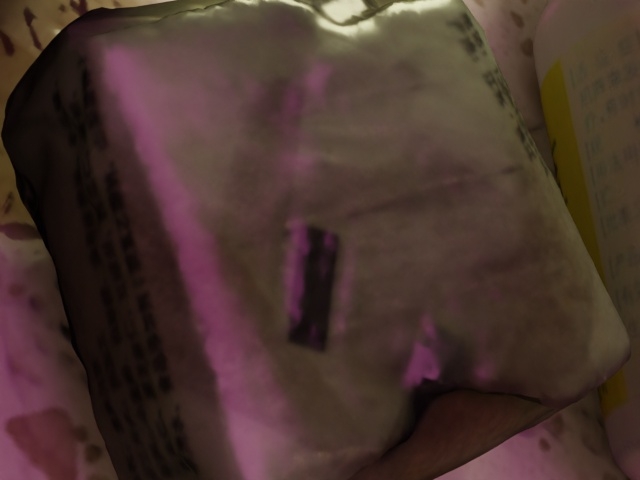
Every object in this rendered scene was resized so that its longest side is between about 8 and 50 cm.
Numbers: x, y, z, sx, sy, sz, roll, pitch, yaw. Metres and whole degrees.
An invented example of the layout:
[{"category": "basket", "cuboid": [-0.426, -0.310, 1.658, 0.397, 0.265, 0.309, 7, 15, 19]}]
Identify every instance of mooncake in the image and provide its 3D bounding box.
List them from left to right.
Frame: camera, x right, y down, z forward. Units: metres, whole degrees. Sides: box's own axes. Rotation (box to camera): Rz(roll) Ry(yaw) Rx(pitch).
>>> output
[{"category": "mooncake", "cuboid": [-0.003, 0.000, 0.731, 0.250, 0.136, 0.254, -16, 85, -36]}]

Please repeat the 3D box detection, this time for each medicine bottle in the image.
[{"category": "medicine bottle", "cuboid": [0.235, -0.060, 0.872, 0.213, 0.213, 0.379, 5, 68, -33]}]
